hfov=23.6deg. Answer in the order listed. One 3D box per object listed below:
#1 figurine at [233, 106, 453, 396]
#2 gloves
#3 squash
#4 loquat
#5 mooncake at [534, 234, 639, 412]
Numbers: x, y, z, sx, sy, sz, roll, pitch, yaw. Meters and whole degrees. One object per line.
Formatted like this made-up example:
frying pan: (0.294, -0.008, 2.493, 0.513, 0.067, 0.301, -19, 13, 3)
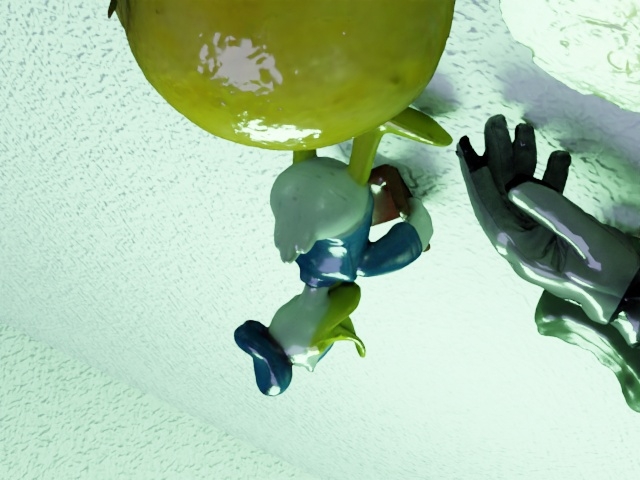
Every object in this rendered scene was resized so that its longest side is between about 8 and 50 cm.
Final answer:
figurine: (0.000, 0.000, 1.574, 0.204, 0.338, 0.283, 28, -166, 19)
gloves: (0.233, 0.003, 1.396, 0.285, 0.119, 0.142, 46, 175, 0)
squash: (0.249, -0.170, 1.172, 0.219, 0.041, 0.219, 20, 157, 9)
loquat: (-0.035, -0.207, 1.122, 0.275, 0.275, 0.275, 24, 158, 10)
mooncake: (0.298, 0.085, 1.502, 0.168, 0.175, 0.104, -13, 155, -9)
